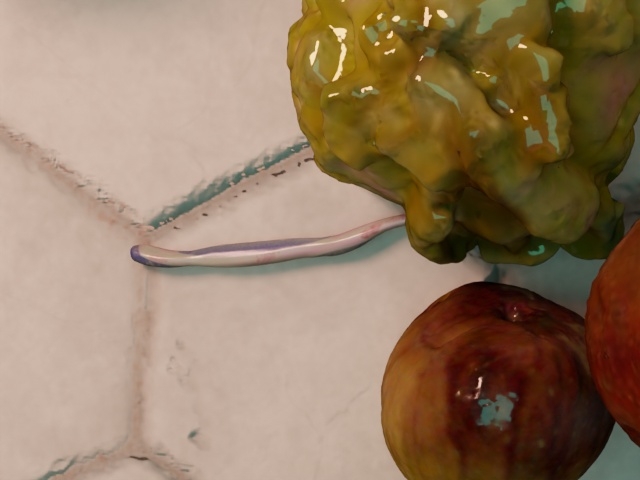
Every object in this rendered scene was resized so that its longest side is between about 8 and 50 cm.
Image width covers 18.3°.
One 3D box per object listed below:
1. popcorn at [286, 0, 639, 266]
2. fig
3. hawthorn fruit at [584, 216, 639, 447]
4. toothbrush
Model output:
[{"bbox_3d":[0.096,-0.099,1.216,0.259,0.212,0.259,-1,84,15],"label":"popcorn"},{"bbox_3d":[0.090,0.133,1.282,0.143,0.160,0.231,30,114,-17],"label":"fig"},{"bbox_3d":[0.286,0.061,1.184,0.258,0.258,0.262,-2,111,12],"label":"hawthorn fruit"},{"bbox_3d":[0.000,0.000,1.345,0.269,0.021,0.027,-5,91,13],"label":"toothbrush"}]
